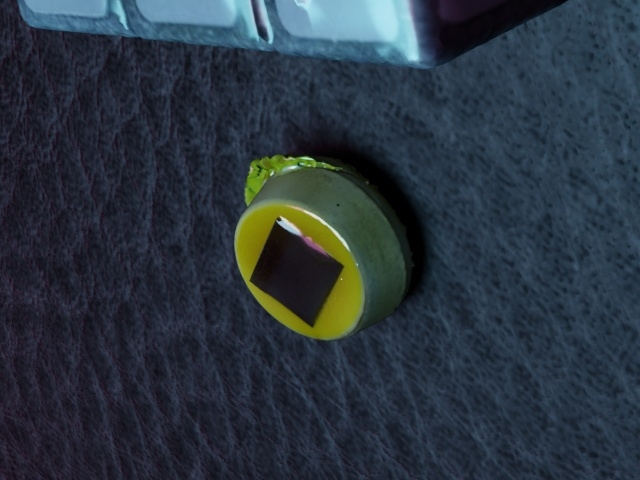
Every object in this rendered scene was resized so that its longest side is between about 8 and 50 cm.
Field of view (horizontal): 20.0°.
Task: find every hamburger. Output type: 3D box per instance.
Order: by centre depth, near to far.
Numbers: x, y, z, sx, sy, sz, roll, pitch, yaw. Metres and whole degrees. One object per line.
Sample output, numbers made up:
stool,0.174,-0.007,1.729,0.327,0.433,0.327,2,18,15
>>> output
hamburger,0.000,0.000,1.245,0.141,0.081,0.126,25,133,23

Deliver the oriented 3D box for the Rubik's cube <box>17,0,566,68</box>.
Rubik's cube,0.020,-0.272,0.857,0.305,0.301,0.303,9,119,46
